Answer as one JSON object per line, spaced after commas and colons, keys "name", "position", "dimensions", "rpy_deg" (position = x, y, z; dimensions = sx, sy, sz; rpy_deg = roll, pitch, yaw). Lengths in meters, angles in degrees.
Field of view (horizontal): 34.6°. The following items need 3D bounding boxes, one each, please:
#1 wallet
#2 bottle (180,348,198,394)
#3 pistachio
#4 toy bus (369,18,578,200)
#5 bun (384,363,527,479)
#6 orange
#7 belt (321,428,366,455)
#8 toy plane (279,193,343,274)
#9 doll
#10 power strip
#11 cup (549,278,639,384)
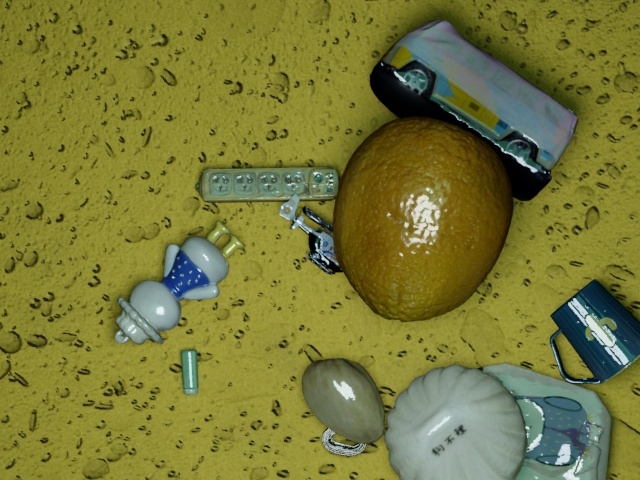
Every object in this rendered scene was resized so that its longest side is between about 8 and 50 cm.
{"name": "wallet", "position": [0.387, 0.400, 1.886], "dimensions": [0.274, 0.068, 0.335], "rpy_deg": [6, 83, 4]}
{"name": "bottle", "position": [-0.245, 0.247, 1.931], "dimensions": [0.030, 0.030, 0.083], "rpy_deg": [-4, 85, 1]}
{"name": "pistachio", "position": [0.047, 0.289, 1.878], "dimensions": [0.126, 0.108, 0.185], "rpy_deg": [-44, 78, -11]}
{"name": "toy bus", "position": [0.286, -0.254, 1.911], "dimensions": [0.386, 0.171, 0.162], "rpy_deg": [35, 76, 4]}
{"name": "bun", "position": [0.226, 0.339, 1.809], "dimensions": [0.263, 0.175, 0.263], "rpy_deg": [-6, 73, 20]}
{"name": "orange", "position": [0.175, -0.034, 1.807], "dimensions": [0.322, 0.322, 0.357], "rpy_deg": [16, 99, 3]}
{"name": "belt", "position": [0.044, 0.370, 1.911], "dimensions": [0.083, 0.036, 0.059], "rpy_deg": [10, 84, 1]}
{"name": "toy plane", "position": [-0.001, 0.000, 1.934], "dimensions": [0.197, 0.053, 0.078], "rpy_deg": [40, 83, -5]}
{"name": "doll", "position": [-0.269, 0.087, 1.912], "dimensions": [0.138, 0.119, 0.293], "rpy_deg": [43, 81, 13]}
{"name": "power strip", "position": [-0.089, -0.106, 1.957], "dimensions": [0.305, 0.044, 0.064], "rpy_deg": [-1, 84, 1]}
{"name": "cup", "position": [0.496, 0.175, 1.883], "dimensions": [0.176, 0.131, 0.155], "rpy_deg": [-40, 80, 9]}
